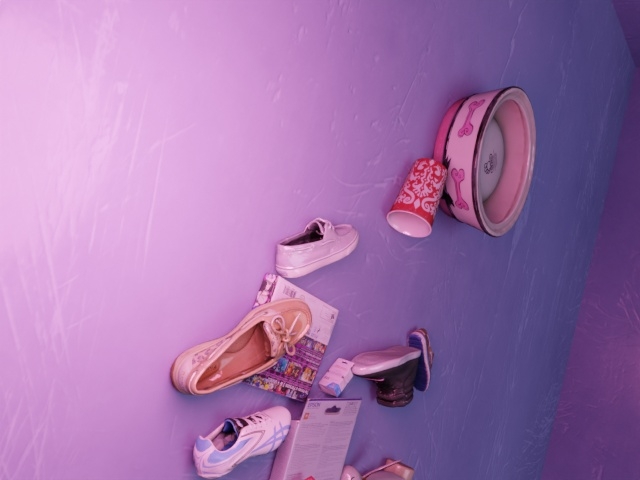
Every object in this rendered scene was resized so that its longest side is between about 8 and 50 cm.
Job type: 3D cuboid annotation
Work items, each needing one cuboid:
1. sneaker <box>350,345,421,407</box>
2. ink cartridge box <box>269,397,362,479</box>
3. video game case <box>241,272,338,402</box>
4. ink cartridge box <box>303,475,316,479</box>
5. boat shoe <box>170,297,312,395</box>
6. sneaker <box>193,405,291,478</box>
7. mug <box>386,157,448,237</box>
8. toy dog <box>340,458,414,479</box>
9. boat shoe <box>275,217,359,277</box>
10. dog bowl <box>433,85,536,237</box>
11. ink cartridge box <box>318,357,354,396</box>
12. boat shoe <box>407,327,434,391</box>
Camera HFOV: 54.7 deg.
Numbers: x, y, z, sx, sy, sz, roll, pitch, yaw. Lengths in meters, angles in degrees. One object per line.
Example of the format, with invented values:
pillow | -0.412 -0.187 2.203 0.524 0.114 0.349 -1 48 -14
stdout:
sneaker | 0.164 0.349 1.526 0.295 0.104 0.147 5 90 -57
ink cartridge box | -0.009 0.450 1.373 0.223 0.045 0.224 20 87 -52
video game case | -0.067 0.201 1.241 0.232 0.041 0.211 34 72 -50
ink cartridge box | -0.074 0.579 1.257 0.175 0.072 0.128 -14 130 -40
boat shoe | -0.118 0.191 1.083 0.285 0.089 0.105 -29 107 -30
sneaker | -0.137 0.360 1.158 0.237 0.085 0.086 -16 117 -51
mug | 0.235 -0.104 1.529 0.113 0.150 0.169 30 66 -14
toy dog | 0.167 0.647 1.563 0.333 0.160 0.220 4 94 -53
boat shoe | -0.001 0.000 1.244 0.227 0.079 0.081 -27 124 -42
dog bowl | 0.455 -0.222 1.722 0.407 0.150 0.409 -19 115 -49
ink cartridge box | 0.040 0.309 1.403 0.083 0.048 0.028 -46 132 -35
boat shoe | 0.286 0.331 1.714 0.066 0.066 0.183 -28 120 -47
